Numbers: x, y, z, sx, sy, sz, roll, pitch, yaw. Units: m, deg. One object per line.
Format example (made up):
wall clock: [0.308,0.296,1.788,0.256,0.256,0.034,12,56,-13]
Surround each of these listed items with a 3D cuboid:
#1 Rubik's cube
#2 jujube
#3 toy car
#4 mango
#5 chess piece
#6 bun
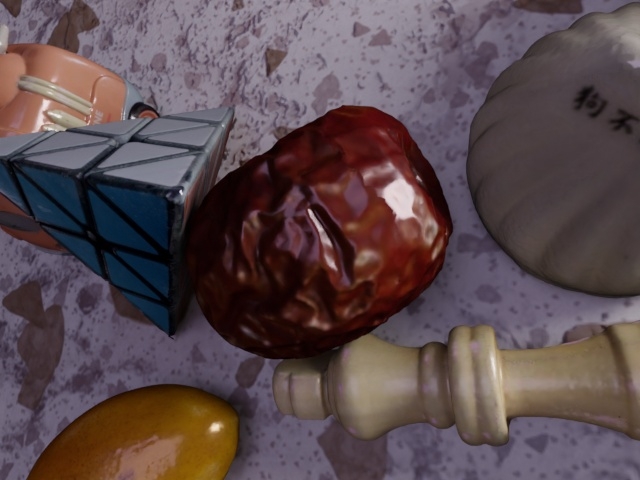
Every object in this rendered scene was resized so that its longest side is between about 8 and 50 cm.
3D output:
Rubik's cube: [-0.197,-0.043,0.493,0.228,0.228,0.234,-35,69,14]
jujube: [0.000,0.000,0.421,0.232,0.212,0.213,-26,71,23]
toy car: [-0.360,-0.122,0.586,0.180,0.212,0.271,10,83,23]
mango: [-0.204,0.247,0.498,0.251,0.126,0.154,-25,51,6]
chess piece: [0.137,0.129,0.398,0.396,0.117,0.117,-9,76,22]
bun: [0.247,-0.087,0.360,0.262,0.175,0.264,-5,76,22]
